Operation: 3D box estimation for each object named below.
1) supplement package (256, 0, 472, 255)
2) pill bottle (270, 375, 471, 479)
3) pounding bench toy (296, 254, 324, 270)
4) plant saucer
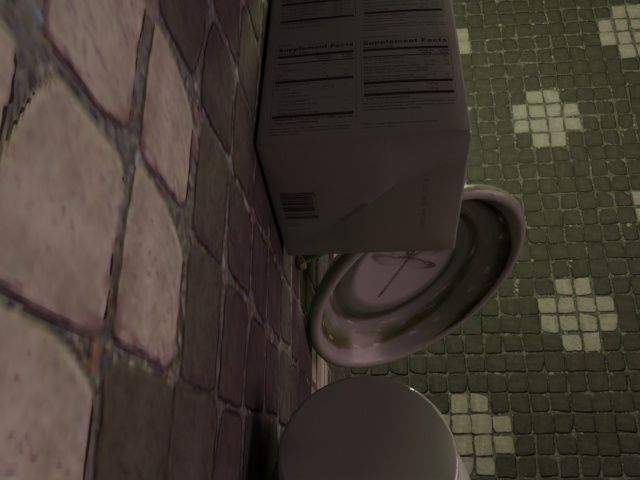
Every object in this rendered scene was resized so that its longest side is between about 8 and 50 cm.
[{"bbox_3d":[0.049,-0.147,0.671,0.199,0.197,0.263,80,10,-57],"label":"supplement package"},{"bbox_3d":[0.050,0.280,0.576,0.334,0.187,0.188,83,7,-46],"label":"pill bottle"},{"bbox_3d":[0.000,0.000,0.818,0.052,0.065,0.083,76,13,-69],"label":"pounding bench toy"},{"bbox_3d":[0.146,0.049,0.980,0.401,0.400,0.101,83,-20,-48],"label":"plant saucer"}]
